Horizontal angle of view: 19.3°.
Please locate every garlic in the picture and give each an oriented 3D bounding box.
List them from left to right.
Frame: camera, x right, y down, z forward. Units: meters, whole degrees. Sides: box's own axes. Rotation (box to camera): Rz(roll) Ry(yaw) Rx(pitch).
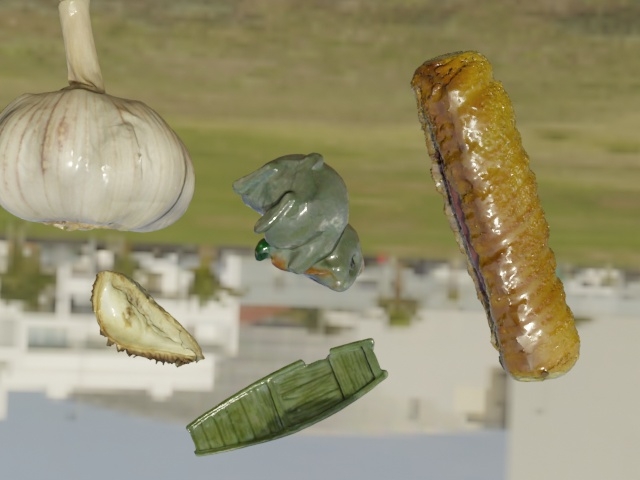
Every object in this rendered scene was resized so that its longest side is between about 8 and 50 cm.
[{"bbox_3d":[-0.209,-0.119,1.713,0.199,0.226,0.199,1,175,0],"label":"garlic"}]

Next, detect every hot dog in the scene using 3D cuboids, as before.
[{"bbox_3d":[0.148,-0.019,1.572,0.083,0.289,0.068,-18,-178,1],"label":"hot dog"}]

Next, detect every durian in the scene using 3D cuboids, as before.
[{"bbox_3d":[-0.160,0.077,1.738,0.130,0.066,0.052,40,-160,12],"label":"durian"}]

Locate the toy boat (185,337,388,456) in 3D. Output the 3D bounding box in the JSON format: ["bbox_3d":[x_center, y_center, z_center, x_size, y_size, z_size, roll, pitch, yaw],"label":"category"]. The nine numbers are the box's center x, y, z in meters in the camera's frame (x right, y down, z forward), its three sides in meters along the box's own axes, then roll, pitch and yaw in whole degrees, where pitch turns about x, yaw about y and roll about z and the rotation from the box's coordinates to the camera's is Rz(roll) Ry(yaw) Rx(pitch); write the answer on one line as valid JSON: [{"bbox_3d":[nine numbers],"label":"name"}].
[{"bbox_3d":[-0.043,0.222,2.601,0.293,0.093,0.055,-25,162,9],"label":"toy boat"}]

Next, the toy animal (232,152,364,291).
[{"bbox_3d":[0.003,0.000,2.312,0.127,0.125,0.251,-9,145,28],"label":"toy animal"}]
